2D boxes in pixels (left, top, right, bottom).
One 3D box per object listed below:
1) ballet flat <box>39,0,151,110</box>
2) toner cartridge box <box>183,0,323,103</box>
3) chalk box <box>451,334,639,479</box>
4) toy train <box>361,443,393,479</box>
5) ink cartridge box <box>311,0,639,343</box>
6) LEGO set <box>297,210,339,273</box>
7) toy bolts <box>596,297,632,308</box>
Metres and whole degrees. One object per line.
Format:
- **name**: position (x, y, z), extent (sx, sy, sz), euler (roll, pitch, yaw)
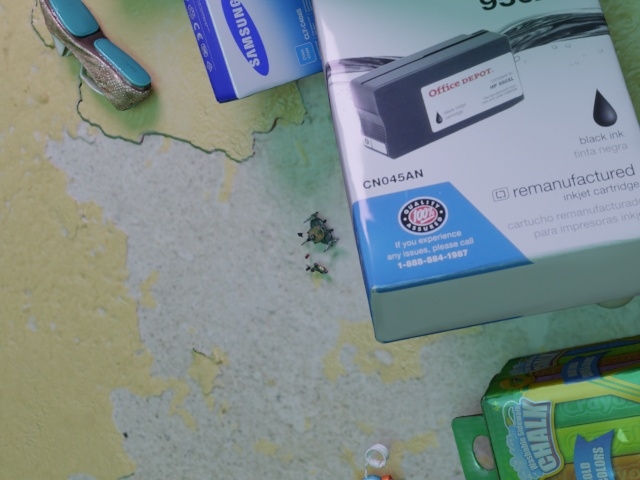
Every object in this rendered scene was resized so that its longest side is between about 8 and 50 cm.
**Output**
- **ballet flat**: position (-0.304, -0.246, 1.492), extent (0.206, 0.073, 0.067), euler (49, 124, 10)
- **toner cartridge box**: position (-0.089, -0.348, 1.329), extent (0.165, 0.075, 0.348), euler (-22, 101, -22)
- **chalk box**: position (0.289, 0.224, 1.302), extent (0.288, 0.179, 0.180), euler (-14, 93, 20)
- **toy train**: position (0.120, 0.324, 1.449), extent (0.166, 0.046, 0.125), euler (30, 105, 9)
- **ink cartridge box**: position (0.156, -0.126, 1.183), extent (0.285, 0.166, 0.395), euler (-11, 66, 2)
- **LEGO set**: position (-0.002, 0.000, 1.454), extent (0.054, 0.023, 0.083), euler (26, 119, 16)
- **toy bolts**: position (0.263, -0.005, 1.328), extent (0.228, 0.158, 0.218), euler (9, 61, 27)
